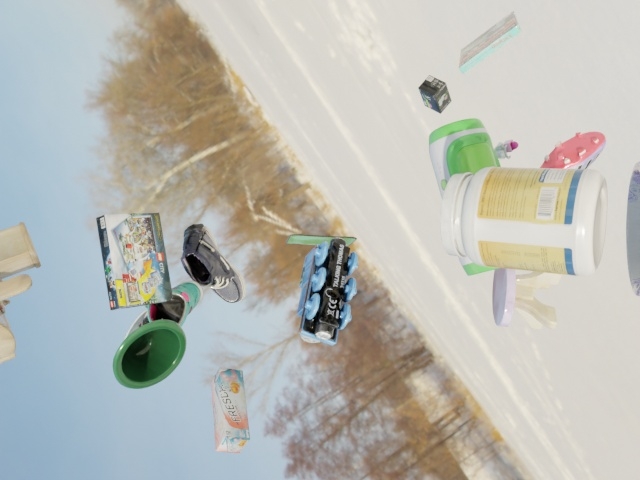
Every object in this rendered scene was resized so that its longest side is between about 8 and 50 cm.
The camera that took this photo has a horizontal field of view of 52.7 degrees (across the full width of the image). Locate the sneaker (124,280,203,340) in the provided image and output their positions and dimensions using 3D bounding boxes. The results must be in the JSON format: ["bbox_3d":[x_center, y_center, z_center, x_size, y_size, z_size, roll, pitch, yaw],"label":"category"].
[{"bbox_3d":[-0.473,0.238,1.866,0.124,0.295,0.178,46,-176,1],"label":"sneaker"}]

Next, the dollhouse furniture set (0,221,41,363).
[{"bbox_3d":[-0.690,0.157,1.473,0.303,0.174,0.355,50,154,40],"label":"dollhouse furniture set"}]

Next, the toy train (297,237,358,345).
[{"bbox_3d":[0.008,0.084,1.048,0.080,0.105,0.184,20,-124,-15],"label":"toy train"}]

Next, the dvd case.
[{"bbox_3d":[0.221,-0.262,0.849,0.013,0.087,0.119,49,-154,-14],"label":"dvd case"}]

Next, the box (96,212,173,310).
[{"bbox_3d":[-0.464,0.049,1.621,0.159,0.044,0.233,-5,-97,-49],"label":"box"}]

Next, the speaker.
[{"bbox_3d":[0.307,-0.085,1.288,0.131,0.131,0.296,43,-147,-83],"label":"speaker"}]

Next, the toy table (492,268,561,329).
[{"bbox_3d":[0.618,0.156,1.948,0.252,0.161,0.274,93,-172,-48],"label":"toy table"}]

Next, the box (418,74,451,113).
[{"bbox_3d":[0.315,-0.401,1.774,0.062,0.052,0.083,37,173,34],"label":"box"}]

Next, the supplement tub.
[{"bbox_3d":[0.282,-0.030,0.896,0.200,0.144,0.144,6,152,30],"label":"supplement tub"}]

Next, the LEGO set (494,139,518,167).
[{"bbox_3d":[0.501,-0.105,1.595,0.107,0.132,0.287,1,132,49],"label":"LEGO set"}]

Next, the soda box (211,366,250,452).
[{"bbox_3d":[-0.201,0.374,1.429,0.058,0.063,0.183,14,-144,-26],"label":"soda box"}]

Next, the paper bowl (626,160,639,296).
[{"bbox_3d":[0.722,-0.024,1.323,0.284,0.148,0.284,-1,-90,-73],"label":"paper bowl"}]

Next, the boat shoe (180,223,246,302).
[{"bbox_3d":[-0.354,0.119,2.113,0.158,0.127,0.340,-90,-24,-53],"label":"boat shoe"}]

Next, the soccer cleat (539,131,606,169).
[{"bbox_3d":[0.489,-0.125,1.328,0.095,0.248,0.083,52,174,-35],"label":"soccer cleat"}]

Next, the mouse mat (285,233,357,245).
[{"bbox_3d":[0.000,0.000,1.840,0.152,0.190,0.007,132,141,-77],"label":"mouse mat"}]

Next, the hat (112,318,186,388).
[{"bbox_3d":[-0.417,0.215,1.453,0.183,0.173,0.208,36,153,37],"label":"hat"}]
